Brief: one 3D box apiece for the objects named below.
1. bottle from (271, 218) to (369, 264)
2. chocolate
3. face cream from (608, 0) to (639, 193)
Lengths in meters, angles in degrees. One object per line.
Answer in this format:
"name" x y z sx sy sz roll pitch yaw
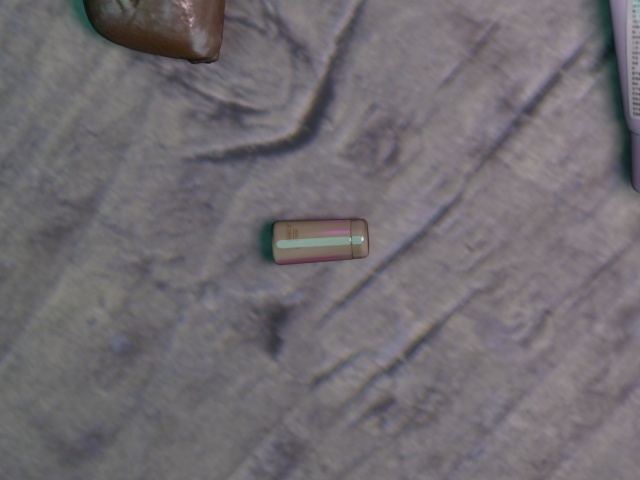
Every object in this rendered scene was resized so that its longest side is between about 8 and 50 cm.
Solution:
"bottle" 0.000 0.000 1.830 0.096 0.045 0.045 -3 98 5
"chocolate" -0.161 -0.302 1.758 0.161 0.083 0.261 13 105 18
"face cream" 0.338 -0.180 1.728 0.154 0.096 0.274 1 108 10
